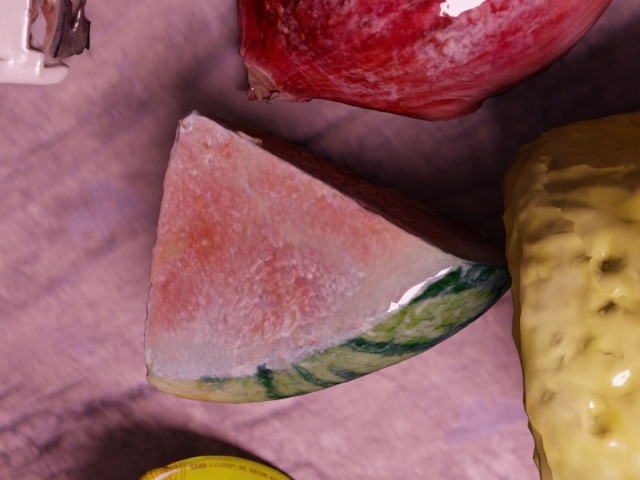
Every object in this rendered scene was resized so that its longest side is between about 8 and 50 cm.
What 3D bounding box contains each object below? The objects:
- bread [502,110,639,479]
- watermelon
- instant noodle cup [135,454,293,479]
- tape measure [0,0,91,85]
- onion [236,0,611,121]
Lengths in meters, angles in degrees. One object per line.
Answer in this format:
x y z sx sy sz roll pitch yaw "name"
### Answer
0.262 0.053 0.365 0.307 0.348 0.348 -6 109 21 "bread"
0.000 0.000 0.503 0.261 0.213 0.201 -17 90 13 "watermelon"
-0.116 0.369 0.614 0.311 0.311 0.221 43 124 -5 "instant noodle cup"
-0.328 -0.182 0.466 0.258 0.265 0.130 20 111 13 "tape measure"
0.044 -0.170 0.446 0.283 0.120 0.227 -36 94 23 "onion"
